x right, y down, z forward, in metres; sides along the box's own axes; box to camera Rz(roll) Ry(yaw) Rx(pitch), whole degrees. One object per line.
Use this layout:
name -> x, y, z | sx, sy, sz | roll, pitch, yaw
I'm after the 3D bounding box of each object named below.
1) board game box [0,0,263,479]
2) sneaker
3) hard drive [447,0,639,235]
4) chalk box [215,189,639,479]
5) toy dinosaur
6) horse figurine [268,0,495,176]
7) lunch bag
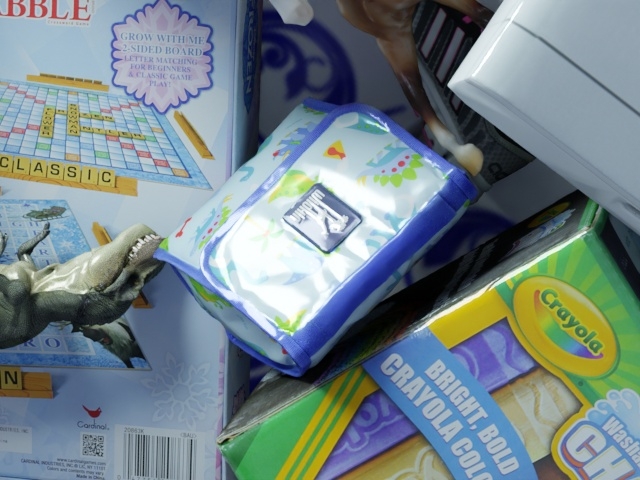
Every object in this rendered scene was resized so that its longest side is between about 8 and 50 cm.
board game box -> -0.195, -0.023, 1.138 | 0.318, 0.066, 0.318 | 5, 102, 9
sneaker -> 0.077, -0.108, 1.077 | 0.074, 0.063, 0.170 | -22, 98, 9
hard drive -> 0.250, -0.149, 0.949 | 0.233, 0.047, 0.353 | 36, 79, -11
chalk box -> 0.125, 0.089, 1.044 | 0.289, 0.180, 0.179 | -30, 94, 15
toy dinosaur -> -0.222, 0.021, 1.087 | 0.268, 0.064, 0.118 | -18, 104, 16
horse figurine -> 0.078, -0.161, 1.019 | 0.174, 0.066, 0.263 | 43, 65, -2
lunch bag -> 0.000, 0.000, 1.021 | 0.129, 0.151, 0.096 | -46, 117, -9
